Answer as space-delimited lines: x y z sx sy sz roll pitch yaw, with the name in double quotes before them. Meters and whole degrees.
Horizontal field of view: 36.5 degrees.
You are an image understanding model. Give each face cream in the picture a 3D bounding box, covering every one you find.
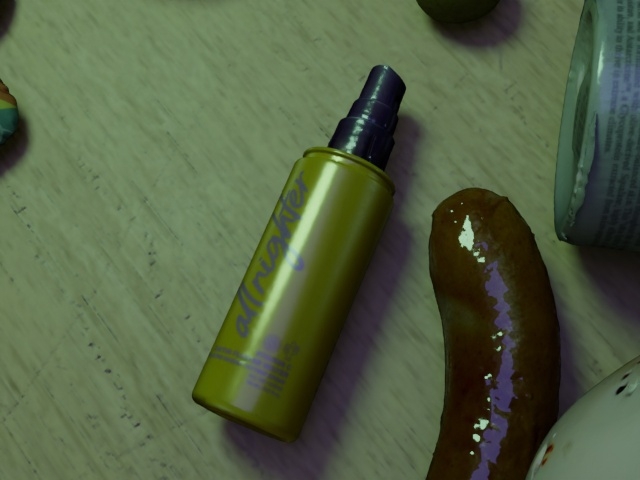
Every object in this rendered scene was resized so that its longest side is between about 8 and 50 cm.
"face cream" 0.237 -0.075 0.627 0.153 0.177 0.177 5 73 9
"face cream" 0.000 0.000 0.679 0.078 0.078 0.273 20 75 12

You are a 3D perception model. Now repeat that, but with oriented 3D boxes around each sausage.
"sausage" 0.102 0.111 0.633 0.103 0.076 0.302 10 73 8

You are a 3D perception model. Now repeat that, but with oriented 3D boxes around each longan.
"longan" 0.104 -0.203 0.747 0.075 0.075 0.083 -44 32 -9

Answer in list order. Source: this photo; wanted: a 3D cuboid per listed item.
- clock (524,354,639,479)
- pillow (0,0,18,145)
"clock" 0.256 0.147 0.453 0.368 0.377 0.250 -20 67 -1
"pillow" -0.351 -0.151 0.769 0.214 0.086 0.233 -6 69 -7
